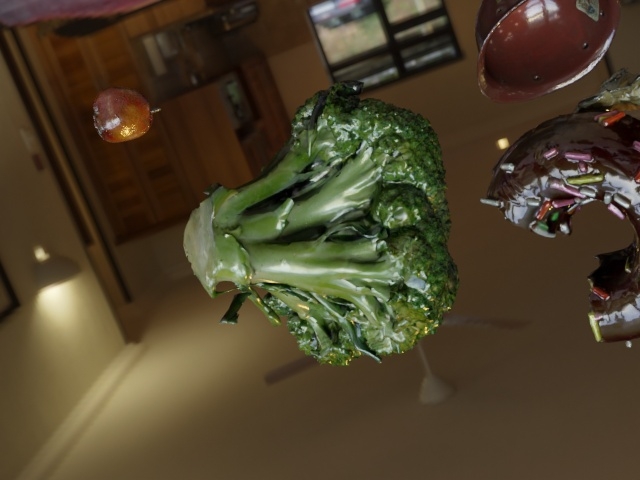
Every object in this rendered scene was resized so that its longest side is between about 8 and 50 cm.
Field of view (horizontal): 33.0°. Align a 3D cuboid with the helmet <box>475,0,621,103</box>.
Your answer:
[{"bbox_3d":[0.229,-0.241,1.193,0.175,0.155,0.106,-43,-133,13],"label":"helmet"}]

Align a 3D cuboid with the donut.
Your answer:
[{"bbox_3d":[0.410,-0.025,1.482,0.259,0.345,0.136,-35,-176,41],"label":"donut"}]

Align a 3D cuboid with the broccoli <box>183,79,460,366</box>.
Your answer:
[{"bbox_3d":[0.000,0.000,1.139,0.283,0.304,0.321,-8,148,-32],"label":"broccoli"}]

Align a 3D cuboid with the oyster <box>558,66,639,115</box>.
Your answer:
[{"bbox_3d":[0.430,-0.206,1.459,0.128,0.079,0.345,-27,-179,-16],"label":"oyster"}]

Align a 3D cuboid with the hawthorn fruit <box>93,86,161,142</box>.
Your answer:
[{"bbox_3d":[-0.249,-0.159,1.355,0.077,0.077,0.077,-20,-167,5],"label":"hawthorn fruit"}]
